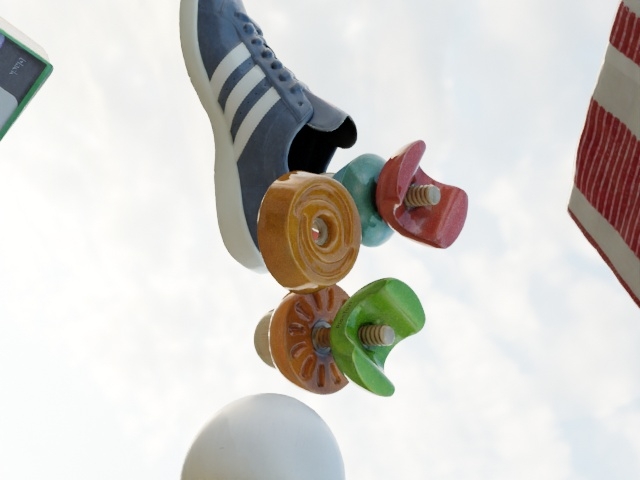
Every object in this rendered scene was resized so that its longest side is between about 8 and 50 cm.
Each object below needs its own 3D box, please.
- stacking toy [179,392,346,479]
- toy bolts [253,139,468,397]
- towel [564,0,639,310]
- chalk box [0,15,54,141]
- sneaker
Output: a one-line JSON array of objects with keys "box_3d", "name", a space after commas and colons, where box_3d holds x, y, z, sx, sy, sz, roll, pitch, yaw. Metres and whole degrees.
[{"box_3d": [-0.066, 0.293, 0.745, 0.480, 0.350, 0.351, -80, -177, -49], "name": "stacking toy"}, {"box_3d": [0.000, 0.000, 1.091, 0.158, 0.228, 0.218, -4, -45, 44], "name": "toy bolts"}, {"box_3d": [0.253, -0.077, 0.832, 0.237, 0.037, 0.329, -116, -156, -44], "name": "towel"}, {"box_3d": [-0.267, -0.105, 0.811, 0.132, 0.132, 0.213, 36, 1, -17], "name": "chalk box"}, {"box_3d": [-0.044, -0.146, 1.291, 0.148, 0.131, 0.350, -18, -102, 20], "name": "sneaker"}]
